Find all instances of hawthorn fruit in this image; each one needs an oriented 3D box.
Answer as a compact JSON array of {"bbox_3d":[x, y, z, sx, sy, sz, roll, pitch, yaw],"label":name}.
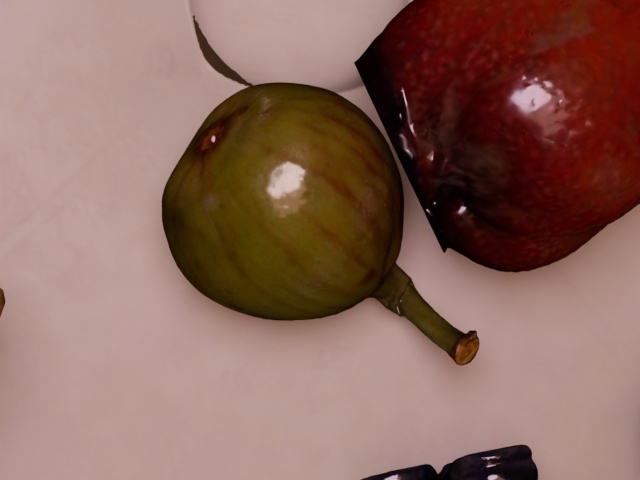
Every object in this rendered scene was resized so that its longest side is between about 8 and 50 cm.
[{"bbox_3d":[0.142,-0.095,0.950,0.251,0.189,0.189,-36,94,-21],"label":"hawthorn fruit"}]

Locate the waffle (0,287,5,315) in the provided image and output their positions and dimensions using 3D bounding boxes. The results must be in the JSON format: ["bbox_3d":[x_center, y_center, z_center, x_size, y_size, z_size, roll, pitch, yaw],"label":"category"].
[{"bbox_3d":[-0.295,0.141,0.859,0.151,0.261,0.324,28,91,-3],"label":"waffle"}]

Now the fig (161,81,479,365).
[{"bbox_3d":[0.000,-0.016,0.958,0.186,0.148,0.142,26,71,-42],"label":"fig"}]

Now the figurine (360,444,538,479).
[{"bbox_3d":[0.117,0.301,0.966,0.185,0.204,0.332,-13,63,-4],"label":"figurine"}]
